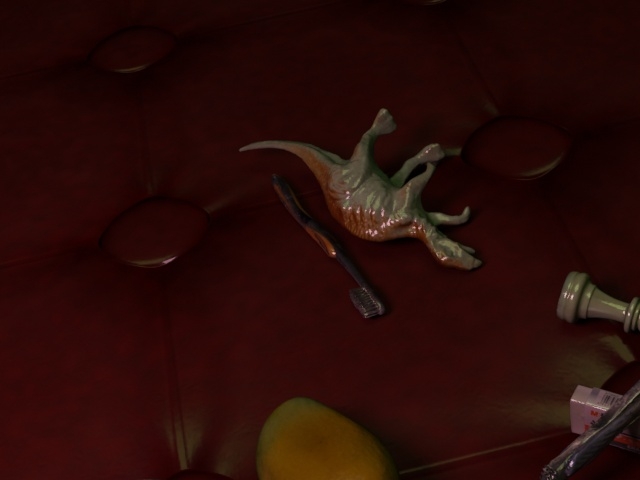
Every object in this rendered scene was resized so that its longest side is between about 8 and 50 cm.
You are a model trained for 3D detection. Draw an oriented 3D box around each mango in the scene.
[{"bbox_3d":[0.004,0.225,1.196,0.130,0.092,0.195,-20,35,-8],"label":"mango"}]

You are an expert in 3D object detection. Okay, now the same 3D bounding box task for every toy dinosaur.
[{"bbox_3d":[0.056,-0.086,1.559,0.392,0.092,0.205,21,53,20],"label":"toy dinosaur"}]

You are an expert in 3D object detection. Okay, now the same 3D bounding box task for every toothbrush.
[{"bbox_3d":[0.260,0.194,1.154,0.413,0.035,0.042,-40,42,-13],"label":"toothbrush"},{"bbox_3d":[0.003,-0.001,1.522,0.031,0.023,0.321,-14,38,-18],"label":"toothbrush"}]

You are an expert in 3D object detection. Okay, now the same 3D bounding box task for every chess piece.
[{"bbox_3d":[0.338,0.082,1.324,0.149,0.059,0.059,19,48,23],"label":"chess piece"}]

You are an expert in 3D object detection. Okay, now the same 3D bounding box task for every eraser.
[{"bbox_3d":[0.311,0.184,1.204,0.122,0.052,0.029,14,44,28],"label":"eraser"}]

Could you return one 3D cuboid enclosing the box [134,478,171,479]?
[{"bbox_3d":[-0.162,0.315,1.090,0.151,0.151,0.135,-17,49,-8],"label":"box"}]
